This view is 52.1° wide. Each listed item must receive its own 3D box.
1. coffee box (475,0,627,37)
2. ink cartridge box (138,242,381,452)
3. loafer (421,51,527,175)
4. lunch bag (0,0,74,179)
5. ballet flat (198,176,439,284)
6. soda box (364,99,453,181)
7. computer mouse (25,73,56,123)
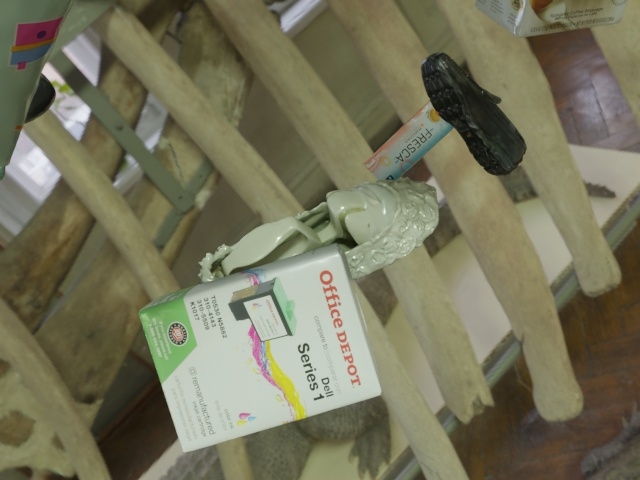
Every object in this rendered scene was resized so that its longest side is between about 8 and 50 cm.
[{"bbox_3d":[0.265,-0.355,0.684,0.141,0.247,0.098,-13,43,-16],"label":"coffee box"},{"bbox_3d":[-0.075,0.141,0.896,0.277,0.202,0.117,-17,4,2],"label":"ink cartridge box"},{"bbox_3d":[0.237,-0.200,1.006,0.078,0.223,0.076,-47,16,-20],"label":"loafer"},{"bbox_3d":[-0.260,-0.153,0.297,0.223,0.262,0.160,-48,54,35],"label":"lunch bag"},{"bbox_3d":[0.000,0.000,0.998,0.408,0.147,0.147,-26,29,-2],"label":"ballet flat"},{"bbox_3d":[0.162,-0.174,1.126,0.183,0.063,0.058,-42,2,27],"label":"soda box"},{"bbox_3d":[-0.366,-0.126,0.588,0.241,0.071,0.041,-6,67,-10],"label":"computer mouse"}]
